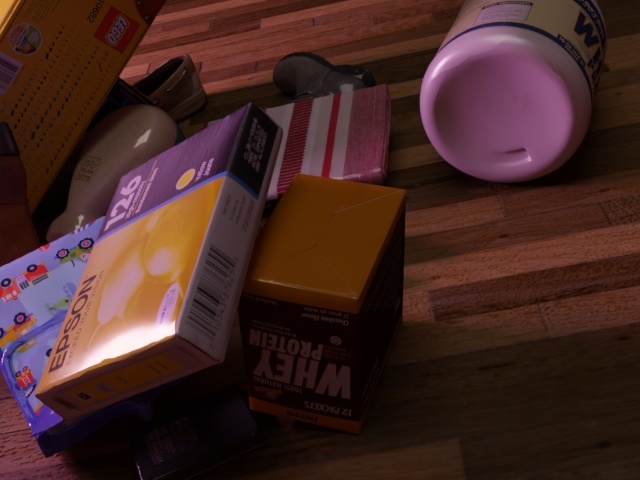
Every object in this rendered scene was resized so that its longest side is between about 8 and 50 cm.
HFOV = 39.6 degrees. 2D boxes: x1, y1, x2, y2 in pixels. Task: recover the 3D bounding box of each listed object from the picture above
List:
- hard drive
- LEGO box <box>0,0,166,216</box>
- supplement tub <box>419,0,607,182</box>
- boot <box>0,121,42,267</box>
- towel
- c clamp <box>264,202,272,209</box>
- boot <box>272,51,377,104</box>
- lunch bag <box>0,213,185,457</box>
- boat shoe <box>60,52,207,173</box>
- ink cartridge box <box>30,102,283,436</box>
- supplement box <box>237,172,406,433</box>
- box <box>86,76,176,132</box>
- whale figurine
[{"bbox_3d":[-0.138,0.215,0.975,0.135,0.022,0.094,-23,34,-12],"label":"hard drive"},{"bbox_3d":[-0.505,-0.283,1.460,0.500,0.193,0.372,-55,37,8],"label":"LEGO box"},{"bbox_3d":[0.295,-0.260,1.318,0.236,0.235,0.324,2,37,23],"label":"supplement tub"},{"bbox_3d":[-0.520,0.001,1.247,0.264,0.280,0.096,-15,2,-9],"label":"boot"},{"bbox_3d":[-0.051,-0.140,1.400,0.329,0.037,0.237,-9,40,15],"label":"towel"},{"bbox_3d":[-0.164,-0.052,1.386,0.137,0.022,0.160,-29,37,-12],"label":"c clamp"},{"bbox_3d":[-0.033,-0.256,1.584,0.247,0.083,0.161,17,51,41],"label":"boot"},{"bbox_3d":[-0.274,0.127,1.083,0.221,0.138,0.293,-29,45,-20],"label":"lunch bag"},{"bbox_3d":[-0.362,-0.239,1.649,0.122,0.110,0.341,17,44,38],"label":"boat shoe"},{"bbox_3d":[-0.191,0.029,0.934,0.307,0.072,0.303,-22,41,34],"label":"ink cartridge box"},{"bbox_3d":[0.007,0.065,0.969,0.129,0.194,0.191,10,39,16],"label":"supplement box"},{"bbox_3d":[-0.346,-0.212,1.524,0.116,0.162,0.029,-38,25,29],"label":"box"},{"bbox_3d":[-0.316,-0.085,1.417,0.216,0.141,0.272,12,65,40],"label":"whale figurine"}]
